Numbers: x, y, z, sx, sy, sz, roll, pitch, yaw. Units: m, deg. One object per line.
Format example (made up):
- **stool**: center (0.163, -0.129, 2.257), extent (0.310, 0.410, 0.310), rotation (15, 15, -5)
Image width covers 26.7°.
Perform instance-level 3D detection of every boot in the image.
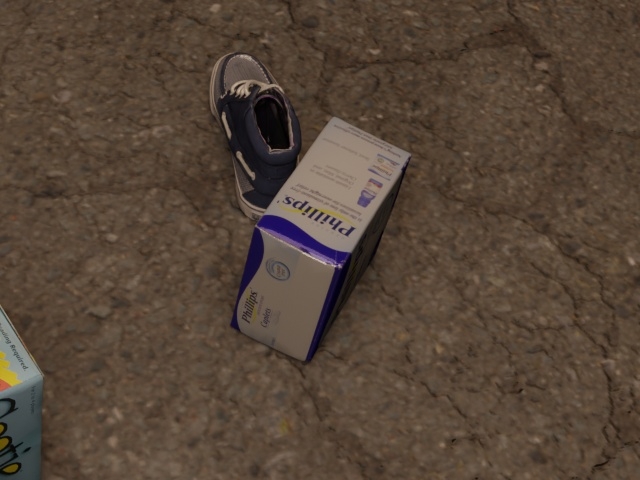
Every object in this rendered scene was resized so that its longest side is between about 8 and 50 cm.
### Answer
- **boot**: center (-0.050, -0.112, 1.137), extent (0.069, 0.086, 0.190), rotation (-5, 51, -17)

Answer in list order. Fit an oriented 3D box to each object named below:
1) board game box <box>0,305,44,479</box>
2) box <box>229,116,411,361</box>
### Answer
- **board game box**: center (-0.328, 0.125, 0.833), extent (0.275, 0.144, 0.142), rotation (-22, 57, -29)
- **box**: center (0.000, 0.000, 1.026), extent (0.072, 0.126, 0.137), rotation (27, 50, 8)
